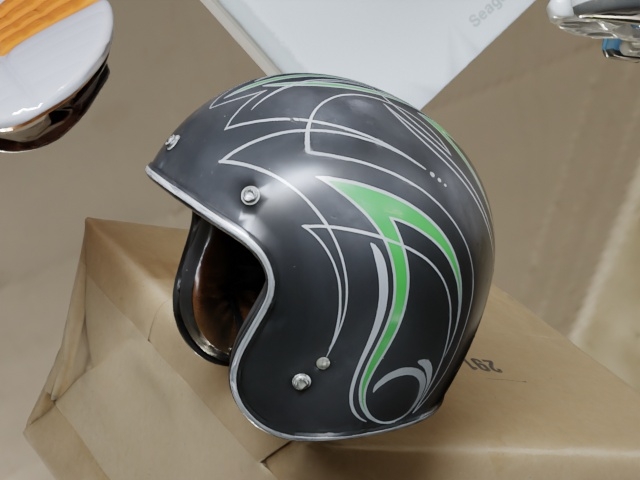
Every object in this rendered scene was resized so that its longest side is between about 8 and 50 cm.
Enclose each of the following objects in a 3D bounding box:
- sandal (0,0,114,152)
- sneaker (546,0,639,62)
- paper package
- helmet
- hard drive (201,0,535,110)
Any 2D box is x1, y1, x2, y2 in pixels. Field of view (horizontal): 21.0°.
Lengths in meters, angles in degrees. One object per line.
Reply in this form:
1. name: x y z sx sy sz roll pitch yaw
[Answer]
1. sandal: -0.168 -0.101 0.956 0.102 0.265 0.076 -27 -60 -10
2. sneaker: 0.114 -0.092 0.503 0.191 0.071 0.083 3 -89 -74
3. paper package: 0.025 0.129 1.091 0.325 0.309 0.168 5 -69 -35
4. helmet: 0.000 0.000 0.834 0.169 0.169 0.161 -13 -69 -47
5. hard drive: -0.010 -0.225 1.077 0.203 0.307 0.040 -44 6 -16
